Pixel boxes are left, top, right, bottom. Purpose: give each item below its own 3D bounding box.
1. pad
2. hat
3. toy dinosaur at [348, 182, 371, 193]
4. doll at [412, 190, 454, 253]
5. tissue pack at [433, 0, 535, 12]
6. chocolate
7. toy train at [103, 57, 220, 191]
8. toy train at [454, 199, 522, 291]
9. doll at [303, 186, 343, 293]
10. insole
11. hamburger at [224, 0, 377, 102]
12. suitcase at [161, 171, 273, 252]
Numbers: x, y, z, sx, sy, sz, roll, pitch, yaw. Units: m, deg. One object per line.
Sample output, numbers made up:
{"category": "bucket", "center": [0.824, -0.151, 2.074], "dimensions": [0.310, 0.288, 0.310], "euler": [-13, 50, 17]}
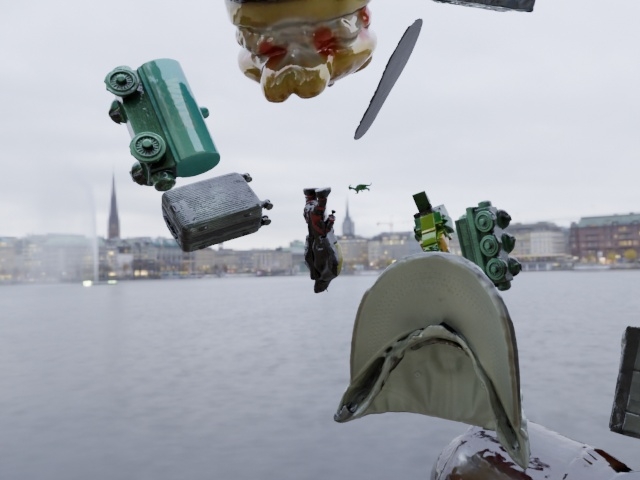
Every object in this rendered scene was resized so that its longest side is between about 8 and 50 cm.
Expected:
{"category": "pad", "center": [0.695, 0.300, 1.223], "dimensions": [0.022, 0.232, 0.174], "euler": [16, -9, -33]}
{"category": "hat", "center": [0.163, 0.151, 0.807], "dimensions": [0.258, 0.301, 0.168], "euler": [6, 22, 23]}
{"category": "toy dinosaur", "center": [0.115, -0.159, 1.729], "dimensions": [0.062, 0.021, 0.083], "euler": [17, -29, 0]}
{"category": "doll", "center": [0.304, -0.024, 1.603], "dimensions": [0.106, 0.186, 0.134], "euler": [-18, -31, 25]}
{"category": "tissue pack", "center": [0.208, -0.410, 0.730], "dimensions": [0.174, 0.235, 0.073], "euler": [-4, 19, -30]}
{"category": "chocolate", "center": [0.374, 0.482, 1.092], "dimensions": [0.384, 0.383, 0.331], "euler": [1, 27, -41]}
{"category": "toy train", "center": [-0.264, -0.200, 0.998], "dimensions": [0.159, 0.248, 0.101], "euler": [-18, -20, -18]}
{"category": "toy train", "center": [0.304, 0.014, 1.106], "dimensions": [0.071, 0.170, 0.111], "euler": [-5, -9, -44]}
{"category": "doll", "center": [0.003, 0.000, 1.377], "dimensions": [0.088, 0.248, 0.127], "euler": [-5, 6, -4]}
{"category": "insole", "center": [0.155, -0.366, 1.380], "dimensions": [0.111, 0.007, 0.327], "euler": [-30, -24, -49]}
{"category": "hamburger", "center": [-0.027, -0.350, 1.007], "dimensions": [0.261, 0.186, 0.302], "euler": [-8, 30, 0]}
{"category": "suitcase", "center": [-0.323, -0.095, 1.833], "dimensions": [0.312, 0.202, 0.128], "euler": [-19, -37, -27]}
